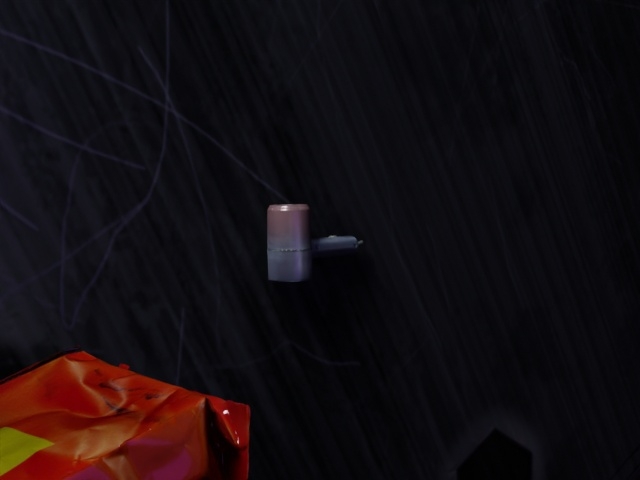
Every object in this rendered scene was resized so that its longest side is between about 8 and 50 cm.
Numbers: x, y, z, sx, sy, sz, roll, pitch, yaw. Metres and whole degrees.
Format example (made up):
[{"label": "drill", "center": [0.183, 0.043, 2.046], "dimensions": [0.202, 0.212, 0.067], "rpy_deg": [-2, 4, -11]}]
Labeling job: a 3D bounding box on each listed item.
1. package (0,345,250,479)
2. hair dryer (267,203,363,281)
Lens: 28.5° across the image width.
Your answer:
[{"label": "package", "center": [-0.242, 0.200, 0.762], "dimensions": [0.423, 0.196, 0.123], "rpy_deg": [-27, 111, -36]}, {"label": "hair dryer", "center": [0.000, 0.000, 1.072], "dimensions": [0.114, 0.037, 0.063], "rpy_deg": [-3, 94, -49]}]
